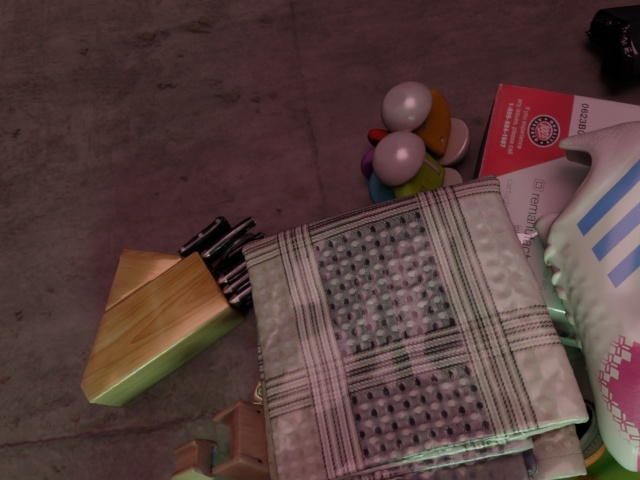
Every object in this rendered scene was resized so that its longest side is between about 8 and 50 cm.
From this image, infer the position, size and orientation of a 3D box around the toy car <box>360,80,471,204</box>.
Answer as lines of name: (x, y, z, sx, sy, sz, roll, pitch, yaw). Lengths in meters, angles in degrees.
toy car: (0.119, -0.120, 0.771, 0.136, 0.159, 0.182, -6, 65, 43)

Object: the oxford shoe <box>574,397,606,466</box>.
oxford shoe: (0.170, 0.236, 0.586, 0.271, 0.098, 0.097, -32, 54, 6)

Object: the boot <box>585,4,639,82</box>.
boot: (0.522, -0.254, 0.776, 0.207, 0.094, 0.247, -16, 62, -2)

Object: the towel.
towel: (0.076, 0.107, 0.566, 0.312, 0.056, 0.324, -14, 67, 8)

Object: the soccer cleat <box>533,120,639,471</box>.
soccer cleat: (0.280, 0.043, 0.540, 0.143, 0.116, 0.331, 5, 76, 33)

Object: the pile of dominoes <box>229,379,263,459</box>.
pile of dominoes: (0.025, 0.229, 0.698, 0.251, 0.040, 0.196, 14, 73, 12)

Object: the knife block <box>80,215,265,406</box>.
knife block: (-0.160, 0.100, 0.743, 0.242, 0.088, 0.276, 8, 71, 11)

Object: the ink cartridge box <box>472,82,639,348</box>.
ink cartridge box: (0.375, -0.008, 0.672, 0.384, 0.160, 0.279, 13, 73, 12)

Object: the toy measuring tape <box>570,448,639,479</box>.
toy measuring tape: (0.315, 0.244, 0.615, 0.121, 0.121, 0.330, -30, 69, -4)

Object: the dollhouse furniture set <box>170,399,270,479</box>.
dollhouse furniture set: (-0.119, 0.398, 0.644, 0.303, 0.198, 0.286, -35, 42, 27)
